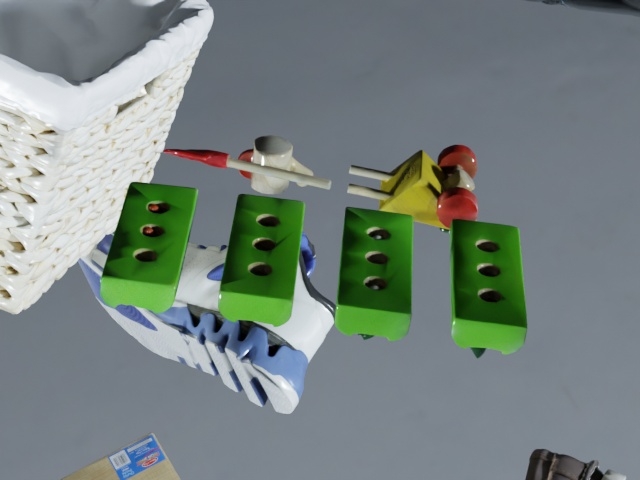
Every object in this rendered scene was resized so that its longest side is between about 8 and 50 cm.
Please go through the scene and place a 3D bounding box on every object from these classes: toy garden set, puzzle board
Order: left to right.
[{"bbox_3d":[-0.195,0.257,1.512,0.128,0.011,0.096,-26,75,-27],"label":"puzzle board"},{"bbox_3d":[0.000,0.000,0.972,0.244,0.049,0.204,7,33,-1],"label":"toy garden set"}]

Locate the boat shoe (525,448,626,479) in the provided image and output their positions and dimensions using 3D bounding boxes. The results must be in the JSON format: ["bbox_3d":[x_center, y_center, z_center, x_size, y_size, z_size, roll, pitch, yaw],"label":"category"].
[{"bbox_3d":[0.225,0.340,1.627,0.096,0.324,0.116,25,45,12],"label":"boat shoe"}]

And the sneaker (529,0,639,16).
[{"bbox_3d":[0.156,-0.220,1.051,0.340,0.139,0.125,11,85,-15],"label":"sneaker"}]

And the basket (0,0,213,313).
[{"bbox_3d":[-0.333,-0.147,1.566,0.331,0.266,0.328,24,28,9],"label":"basket"}]

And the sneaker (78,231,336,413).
[{"bbox_3d":[-0.103,0.050,1.715,0.315,0.127,0.182,27,63,26],"label":"sneaker"}]
